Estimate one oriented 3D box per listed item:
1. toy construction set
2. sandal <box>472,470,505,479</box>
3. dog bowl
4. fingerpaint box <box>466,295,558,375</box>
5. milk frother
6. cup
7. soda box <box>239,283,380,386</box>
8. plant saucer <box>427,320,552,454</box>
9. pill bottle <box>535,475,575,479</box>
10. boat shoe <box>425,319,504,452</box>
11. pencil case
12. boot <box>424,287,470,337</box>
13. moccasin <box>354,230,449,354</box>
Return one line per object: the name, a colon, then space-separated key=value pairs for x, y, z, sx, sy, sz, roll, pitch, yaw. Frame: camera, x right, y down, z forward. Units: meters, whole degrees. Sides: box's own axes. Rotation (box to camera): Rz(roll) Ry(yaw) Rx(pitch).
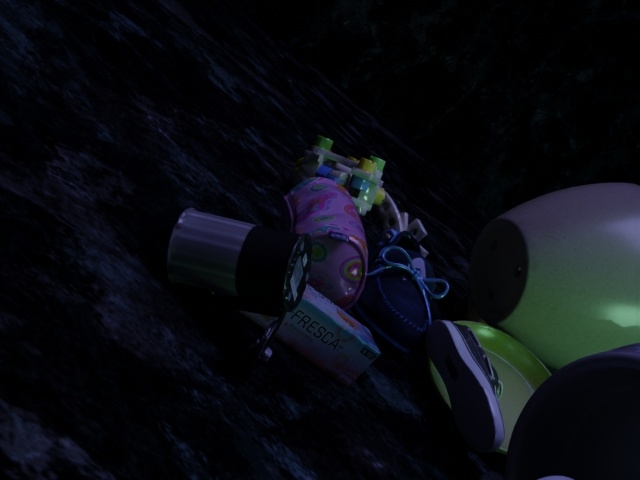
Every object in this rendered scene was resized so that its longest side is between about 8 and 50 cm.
toy construction set: x=0.073 y=-0.077 z=2.115 sx=0.215 sy=0.151 sz=0.327 roll=22 pitch=-12 yaw=37
sandal: x=0.205 y=0.407 z=1.045 sx=0.167 sy=0.107 sz=0.446 roll=31 pitch=30 yaw=-52
dog bowl: x=0.366 y=0.287 z=1.418 sx=0.102 sy=0.349 sz=0.349 roll=11 pitch=32 yaw=-44
fingerpaint box: x=0.462 y=0.223 z=2.349 sx=0.371 sy=0.163 sz=0.445 roll=45 pitch=12 yaw=2
milk frother: x=-0.094 y=0.054 z=1.255 sx=0.134 sy=0.129 sz=0.143 roll=12 pitch=37 yaw=16
cup: x=0.380 y=0.057 z=1.938 sx=0.236 sy=0.331 sz=0.331 roll=7 pitch=29 yaw=-26
soda box: x=-0.017 y=0.094 z=1.427 sx=0.183 sy=0.063 sz=0.058 roll=38 pitch=13 yaw=-28
plant saucer: x=0.251 y=0.222 z=1.768 sx=0.240 sy=0.037 sz=0.241 roll=22 pitch=38 yaw=-18
pill bottle: x=0.298 y=0.372 z=1.245 sx=0.162 sy=0.162 sz=0.278 roll=36 pitch=5 yaw=-33
boat shoe: x=0.216 y=0.196 z=1.673 sx=0.070 sy=0.078 sz=0.219 roll=8 pitch=42 yaw=-29
pencil case: x=0.000 y=0.000 z=1.682 sx=0.124 sy=0.124 sz=0.284 roll=41 pitch=13 yaw=-13
boot: x=0.258 y=0.181 z=1.975 sx=0.246 sy=0.094 sz=0.207 roll=28 pitch=22 yaw=-34
moccasin: x=0.113 y=0.057 z=1.864 sx=0.137 sy=0.117 sz=0.342 roll=40 pitch=12 yaw=-18
